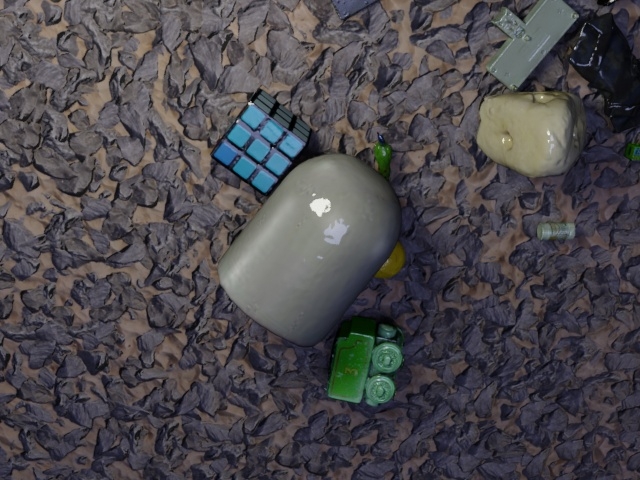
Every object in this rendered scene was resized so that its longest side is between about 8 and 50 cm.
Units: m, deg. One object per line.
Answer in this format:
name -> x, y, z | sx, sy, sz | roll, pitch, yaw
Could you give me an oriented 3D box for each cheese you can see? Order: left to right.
cheese -> 0.510, -0.244, 1.584 | 0.251, 0.248, 0.173 | -4, 114, -8

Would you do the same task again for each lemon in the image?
lemon -> 0.153, 0.040, 1.749 | 0.133, 0.109, 0.109 | 16, 111, -24

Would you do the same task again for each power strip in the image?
power strip -> 0.451, -0.459, 1.582 | 0.145, 0.061, 0.215 | 33, 106, -16

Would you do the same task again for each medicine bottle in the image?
medicine bottle -> 0.591, -0.023, 1.776 | 0.083, 0.047, 0.047 | -1, 112, -2

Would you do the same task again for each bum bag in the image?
bum bag -> 0.676, -0.374, 1.620 | 0.137, 0.074, 0.310 | -43, 112, 4

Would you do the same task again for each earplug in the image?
earplug -> 0.000, 0.000, 1.602 | 0.313, 0.312, 0.394 | 34, 111, -15

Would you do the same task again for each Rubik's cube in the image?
Rubik's cube -> -0.130, -0.222, 1.596 | 0.161, 0.163, 0.162 | 36, 110, -11

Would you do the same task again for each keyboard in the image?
keyboard -> 0.130, -0.567, 1.545 | 0.231, 0.023, 0.072 | -27, 118, 9

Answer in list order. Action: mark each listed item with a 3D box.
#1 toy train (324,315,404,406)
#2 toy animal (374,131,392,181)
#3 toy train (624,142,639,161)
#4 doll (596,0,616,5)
toy train -> 0.118, 0.316, 1.855 | 0.188, 0.132, 0.243 | 12, 112, 1
toy animal -> 0.150, -0.187, 1.688 | 0.041, 0.075, 0.217 | -5, 141, 3
toy train -> 0.849, -0.209, 1.713 | 0.209, 0.044, 0.042 | 4, 111, -5
doll -> 0.681, -0.615, 1.515 | 0.127, 0.088, 0.248 | 30, 104, -14
